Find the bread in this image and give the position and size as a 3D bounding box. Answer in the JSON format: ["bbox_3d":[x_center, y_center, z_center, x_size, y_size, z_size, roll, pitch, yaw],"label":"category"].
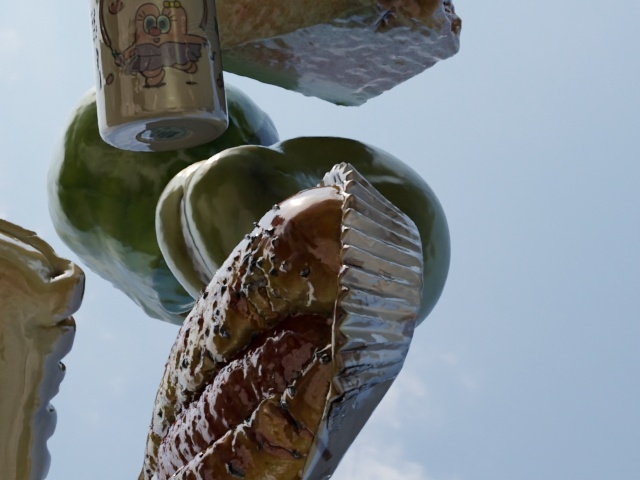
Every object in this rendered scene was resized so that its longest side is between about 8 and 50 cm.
[{"bbox_3d":[-0.231,0.091,0.948,0.134,0.081,0.225,11,-94,-4],"label":"bread"}]

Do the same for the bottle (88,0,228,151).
[{"bbox_3d":[-0.124,-0.178,1.113,0.097,0.110,0.209,-12,-104,26],"label":"bottle"}]

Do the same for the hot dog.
[{"bbox_3d":[-0.027,0.059,0.497,0.192,0.053,0.099,-54,-155,37],"label":"hot dog"}]

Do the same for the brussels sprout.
[{"bbox_3d":[-0.142,-0.042,1.410,0.210,0.271,0.219,8,-143,15],"label":"brussels sprout"}]

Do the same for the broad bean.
[{"bbox_3d":[0.000,0.000,1.202,0.121,0.263,0.189,142,-55,-58],"label":"broad bean"}]

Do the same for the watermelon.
[{"bbox_3d":[0.030,-0.262,1.287,0.302,0.151,0.264,1,-97,35],"label":"watermelon"}]
